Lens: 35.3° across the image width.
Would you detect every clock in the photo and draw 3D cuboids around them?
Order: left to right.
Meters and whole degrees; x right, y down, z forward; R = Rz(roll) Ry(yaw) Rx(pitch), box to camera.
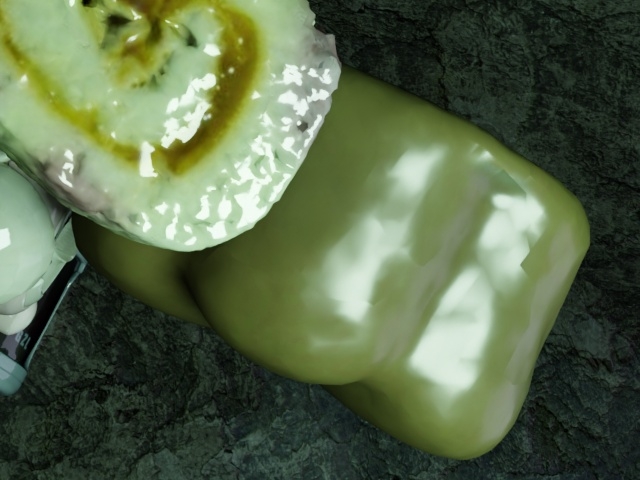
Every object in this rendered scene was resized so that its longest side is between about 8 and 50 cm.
[{"bbox_3d":[-0.305,-0.073,1.051,0.342,0.184,0.326,-69,-166,-19],"label":"clock"}]

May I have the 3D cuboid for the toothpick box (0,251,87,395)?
[{"bbox_3d":[-0.489,0.023,1.506,0.355,0.263,0.263,-64,-163,-20],"label":"toothpick box"}]

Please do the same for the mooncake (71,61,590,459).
[{"bbox_3d":[0.000,0.000,0.927,0.262,0.467,0.467,-62,-164,-4],"label":"mooncake"}]

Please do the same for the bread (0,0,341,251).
[{"bbox_3d":[-0.119,-0.103,0.570,0.155,0.187,0.338,-54,-163,1],"label":"bread"}]
